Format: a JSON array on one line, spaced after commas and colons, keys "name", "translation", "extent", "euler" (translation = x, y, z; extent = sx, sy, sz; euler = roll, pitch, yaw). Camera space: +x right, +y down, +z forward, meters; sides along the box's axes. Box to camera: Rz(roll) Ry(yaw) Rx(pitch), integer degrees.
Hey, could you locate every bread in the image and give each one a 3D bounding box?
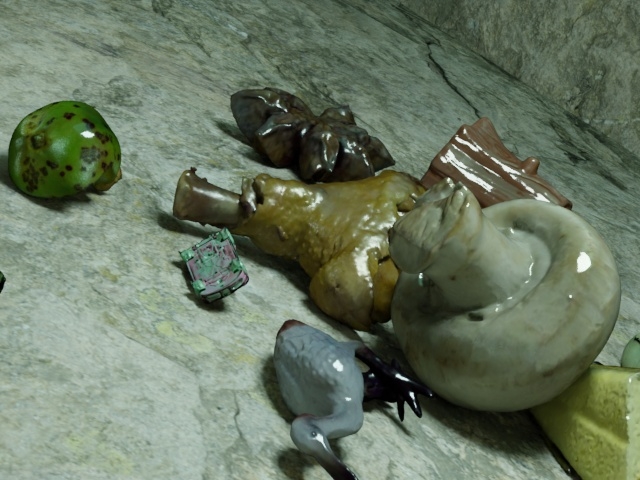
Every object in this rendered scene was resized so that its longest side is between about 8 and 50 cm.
[{"name": "bread", "translation": [0.403, 0.270, 1.843], "extent": [0.346, 0.242, 0.405], "euler": [10, -9, -31]}]

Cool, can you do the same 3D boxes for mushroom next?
[{"name": "mushroom", "translation": [0.218, 0.055, 1.703], "extent": [0.290, 0.297, 0.297], "euler": [55, -4, -40]}]

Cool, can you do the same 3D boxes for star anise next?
[{"name": "star anise", "translation": [-0.015, -0.181, 2.363], "extent": [0.315, 0.108, 0.315], "euler": [19, 26, -10]}]

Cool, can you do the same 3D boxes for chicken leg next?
[{"name": "chicken leg", "translation": [0.000, 0.000, 1.851], "extent": [0.410, 0.182, 0.295], "euler": [15, 37, -19]}]

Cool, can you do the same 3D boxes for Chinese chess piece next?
[{"name": "Chinese chess piece", "translation": [0.547, 0.202, 2.159], "extent": [0.144, 0.058, 0.144], "euler": [23, 19, -8]}]

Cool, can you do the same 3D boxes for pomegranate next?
[{"name": "pomegranate", "translation": [-0.321, -0.120, 1.770], "extent": [0.143, 0.122, 0.169], "euler": [3, 7, 33]}]

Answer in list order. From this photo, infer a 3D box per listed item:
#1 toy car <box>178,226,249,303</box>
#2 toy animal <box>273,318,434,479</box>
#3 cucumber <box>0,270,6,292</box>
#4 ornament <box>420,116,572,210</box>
[{"name": "toy car", "translation": [-0.129, 0.036, 1.707], "extent": [0.055, 0.069, 0.142], "euler": [62, 0, -31]}, {"name": "toy animal", "translation": [0.011, 0.162, 1.501], "extent": [0.195, 0.090, 0.324], "euler": [30, 17, 10]}, {"name": "cucumber", "translation": [-0.412, -0.003, 1.448], "extent": [0.211, 0.062, 0.078], "euler": [37, -13, 45]}, {"name": "ornament", "translation": [0.286, -0.050, 2.291], "extent": [0.218, 0.235, 0.221], "euler": [38, -6, 17]}]
